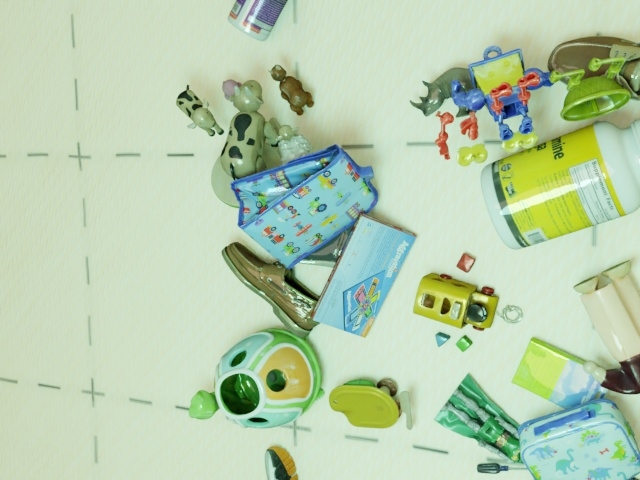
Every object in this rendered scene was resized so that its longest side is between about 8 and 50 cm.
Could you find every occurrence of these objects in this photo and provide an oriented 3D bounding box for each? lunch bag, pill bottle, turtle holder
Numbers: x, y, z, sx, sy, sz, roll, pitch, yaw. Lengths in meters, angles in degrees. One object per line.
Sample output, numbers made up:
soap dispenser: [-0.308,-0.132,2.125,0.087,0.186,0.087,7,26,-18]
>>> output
lunch bag: [0.527,0.422,1.433,0.219,0.090,0.176,-27,112,22]
pill bottle: [-0.133,-0.588,1.680,0.108,0.108,0.193,40,111,17]
turtle holder: [-0.169,0.342,1.729,0.320,0.227,0.243,7,99,25]
lunch bag: [-0.013,-0.089,1.564,0.293,0.221,0.138,-25,55,15]
pill bottle: [0.501,-0.117,1.371,0.333,0.188,0.188,-20,86,26]

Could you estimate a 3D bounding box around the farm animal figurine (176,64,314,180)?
farm animal figurine: [-0.188,-0.278,1.642,0.330,0.172,0.327,-12,68,15]

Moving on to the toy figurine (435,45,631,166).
toy figurine: [0.377,-0.318,1.350,0.362,0.191,0.217,-17,57,15]

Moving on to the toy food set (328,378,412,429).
toy food set: [0.130,0.381,1.681,0.217,0.071,0.128,-3,118,28]

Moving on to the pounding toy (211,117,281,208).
pounding toy: [-0.149,-0.162,1.753,0.237,0.110,0.183,-38,65,-5]

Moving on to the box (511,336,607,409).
box: [0.511,0.293,1.490,0.178,0.042,0.109,25,107,21]

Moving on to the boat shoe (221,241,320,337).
boat shoe: [-0.109,0.098,1.750,0.307,0.110,0.104,43,108,6]

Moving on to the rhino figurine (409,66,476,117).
rhino figurine: [0.309,-0.321,1.507,0.243,0.073,0.106,-6,99,24]

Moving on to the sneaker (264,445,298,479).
sneaker: [-0.118,0.666,1.815,0.121,0.099,0.263,-15,88,31]

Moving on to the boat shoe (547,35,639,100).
boat shoe: [0.597,-0.327,1.341,0.324,0.116,0.123,17,102,24]

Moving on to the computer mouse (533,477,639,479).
computer mouse: [0.566,0.532,1.489,0.242,0.041,0.071,-12,89,26]

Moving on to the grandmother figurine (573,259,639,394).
grandmother figurine: [0.626,0.225,1.391,0.207,0.104,0.342,-30,81,19]

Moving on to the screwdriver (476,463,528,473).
screwdriver: [0.435,0.510,1.569,0.169,0.025,0.024,-7,92,18]

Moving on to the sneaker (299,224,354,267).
sneaker: [0.000,0.000,1.699,0.222,0.083,0.118,8,94,16]

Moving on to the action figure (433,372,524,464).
action figure: [0.382,0.422,1.561,0.232,0.063,0.137,36,106,15]

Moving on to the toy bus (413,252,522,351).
toy bus: [0.304,0.144,1.542,0.202,0.104,0.191,-34,81,26]

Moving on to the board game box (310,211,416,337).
board game box: [0.099,0.085,1.639,0.145,0.027,0.281,21,107,-14]
